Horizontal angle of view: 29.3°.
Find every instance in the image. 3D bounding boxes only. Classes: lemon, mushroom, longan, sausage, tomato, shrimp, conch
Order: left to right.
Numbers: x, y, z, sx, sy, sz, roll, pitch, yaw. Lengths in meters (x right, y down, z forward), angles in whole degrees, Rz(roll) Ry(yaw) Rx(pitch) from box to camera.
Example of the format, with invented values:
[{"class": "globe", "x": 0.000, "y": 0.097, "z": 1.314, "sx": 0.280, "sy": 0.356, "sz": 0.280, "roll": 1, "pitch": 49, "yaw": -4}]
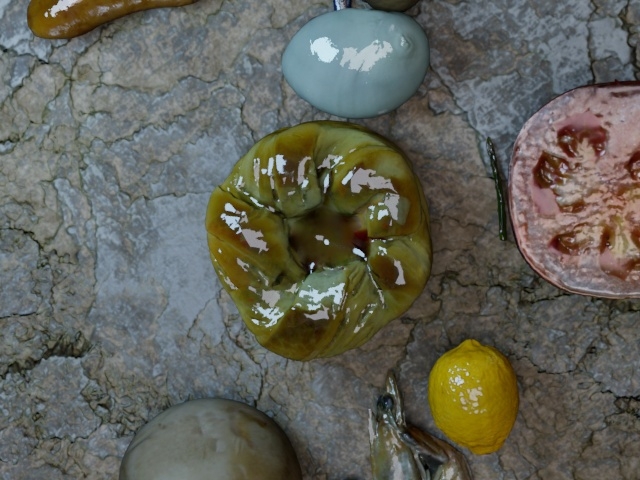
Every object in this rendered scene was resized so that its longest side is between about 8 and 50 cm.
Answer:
[{"class": "sausage", "x": -0.317, "y": -0.372, "z": 1.838, "sx": 0.270, "sy": 0.109, "sz": 0.109, "roll": -17, "pitch": 98, "yaw": 8}, {"class": "mushroom", "x": -0.168, "y": 0.409, "z": 1.915, "sx": 0.292, "sy": 0.292, "sz": 0.290, "roll": 3, "pitch": 132, "yaw": 5}, {"class": "conch", "x": 0.052, "y": -0.260, "z": 1.799, "sx": 0.221, "sy": 0.121, "sz": 0.185, "roll": -21, "pitch": 118, "yaw": 13}, {"class": "longan", "x": 0.098, "y": -0.384, "z": 1.802, "sx": 0.119, "sy": 0.106, "sz": 0.106, "roll": -12, "pitch": 102, "yaw": 48}, {"class": "shrimp", "x": 0.159, "y": 0.356, "z": 1.940, "sx": 0.168, "sy": 0.077, "sz": 0.317, "roll": -11, "pitch": 94, "yaw": -22}, {"class": "lemon", "x": 0.236, "y": 0.243, "z": 1.876, "sx": 0.142, "sy": 0.142, "sz": 0.187, "roll": -11, "pitch": 101, "yaw": 7}, {"class": "tomato", "x": 0.430, "y": -0.082, "z": 1.798, "sx": 0.338, "sy": 0.144, "sz": 0.338, "roll": 2, "pitch": 102, "yaw": 10}]

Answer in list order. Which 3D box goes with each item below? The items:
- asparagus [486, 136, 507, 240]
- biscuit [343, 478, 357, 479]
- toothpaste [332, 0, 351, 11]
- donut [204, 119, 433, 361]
[{"class": "asparagus", "x": 0.272, "y": -0.079, "z": 1.877, "sx": 0.016, "sy": 0.016, "sz": 0.163, "roll": -5, "pitch": 101, "yaw": 25}, {"class": "biscuit", "x": 0.018, "y": 0.535, "z": 1.999, "sx": 0.186, "sy": 0.044, "sz": 0.295, "roll": 37, "pitch": 100, "yaw": 1}, {"class": "toothpaste", "x": 0.033, "y": -0.351, "z": 1.849, "sx": 0.037, "sy": 0.021, "sz": 0.140, "roll": -5, "pitch": 97, "yaw": 2}, {"class": "donut", "x": 0.000, "y": 0.000, "z": 1.842, "sx": 0.360, "sy": 0.170, "sz": 0.360, "roll": 1, "pitch": 99, "yaw": 7}]
